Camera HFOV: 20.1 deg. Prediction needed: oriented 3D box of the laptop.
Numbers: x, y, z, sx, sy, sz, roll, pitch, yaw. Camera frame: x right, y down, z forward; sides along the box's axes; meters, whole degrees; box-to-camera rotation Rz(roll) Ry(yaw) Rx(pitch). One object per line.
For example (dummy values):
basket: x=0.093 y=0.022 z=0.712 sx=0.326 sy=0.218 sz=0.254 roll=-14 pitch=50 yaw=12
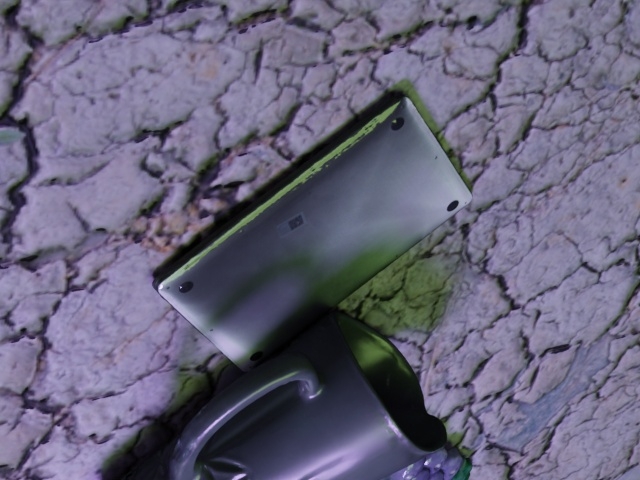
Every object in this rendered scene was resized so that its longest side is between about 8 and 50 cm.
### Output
laptop: x=0.000 y=0.000 z=1.575 sx=0.269 sy=0.015 sz=0.187 roll=-37 pitch=143 yaw=2

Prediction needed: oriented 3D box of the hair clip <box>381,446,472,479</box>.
hair clip: x=0.095 y=0.259 z=1.892 sx=0.124 sy=0.052 sz=0.195 roll=-49 pitch=147 yaw=7

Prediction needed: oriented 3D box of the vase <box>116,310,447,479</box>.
vase: x=-0.057 y=0.192 z=1.634 sx=0.301 sy=0.156 sz=0.251 roll=-33 pitch=149 yaw=6
